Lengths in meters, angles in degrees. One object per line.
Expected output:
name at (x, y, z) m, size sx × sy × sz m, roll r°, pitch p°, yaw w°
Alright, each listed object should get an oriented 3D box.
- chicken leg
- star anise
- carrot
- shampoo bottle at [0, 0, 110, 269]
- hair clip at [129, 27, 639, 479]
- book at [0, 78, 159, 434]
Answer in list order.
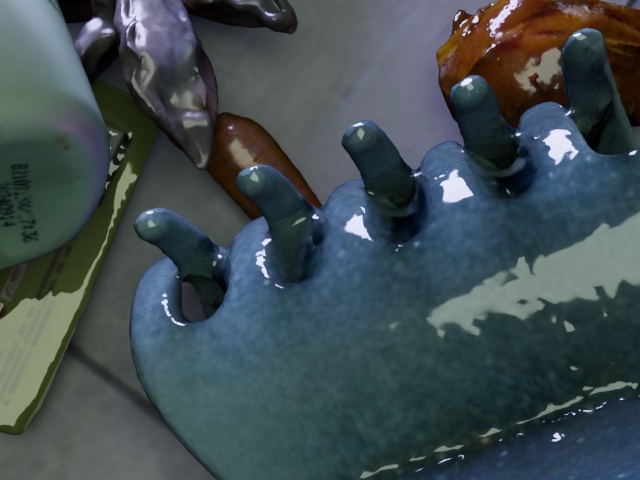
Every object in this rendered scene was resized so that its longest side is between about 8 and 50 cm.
chicken leg at (0.227, -0.123, 0.876) m, size 0.304 × 0.093 × 0.113 m, roll -4°, pitch 70°, yaw -8°
star anise at (-0.099, -0.191, 0.850) m, size 0.198 × 0.111 × 0.258 m, roll 25°, pitch 73°, yaw 13°
carrot at (0.000, 0.000, 0.864) m, size 0.048 × 0.048 × 0.216 m, roll -44°, pitch 90°, yaw -9°
shampoo bottle at (-0.243, -0.161, 0.769) m, size 0.151 × 0.222 × 0.350 m, roll -16°, pitch 65°, yaw -16°
hair clip at (0.062, 0.062, 0.722) m, size 0.318 × 0.392 × 0.238 m, roll -21°, pitch 80°, yaw 10°
book at (-0.302, -0.047, 0.854) m, size 0.352 × 0.035 × 0.239 m, roll 23°, pitch 78°, yaw 1°
